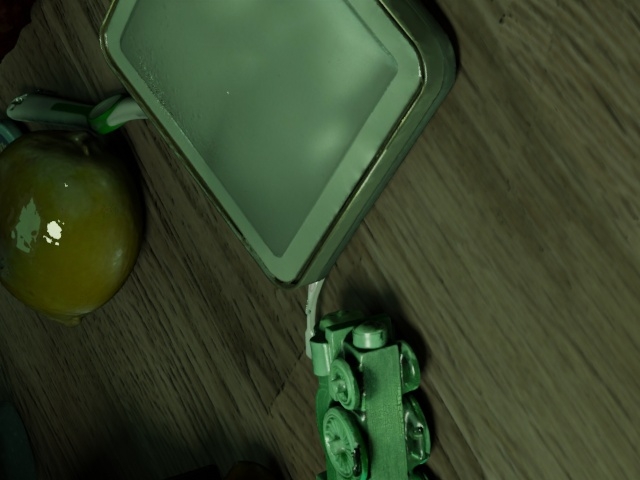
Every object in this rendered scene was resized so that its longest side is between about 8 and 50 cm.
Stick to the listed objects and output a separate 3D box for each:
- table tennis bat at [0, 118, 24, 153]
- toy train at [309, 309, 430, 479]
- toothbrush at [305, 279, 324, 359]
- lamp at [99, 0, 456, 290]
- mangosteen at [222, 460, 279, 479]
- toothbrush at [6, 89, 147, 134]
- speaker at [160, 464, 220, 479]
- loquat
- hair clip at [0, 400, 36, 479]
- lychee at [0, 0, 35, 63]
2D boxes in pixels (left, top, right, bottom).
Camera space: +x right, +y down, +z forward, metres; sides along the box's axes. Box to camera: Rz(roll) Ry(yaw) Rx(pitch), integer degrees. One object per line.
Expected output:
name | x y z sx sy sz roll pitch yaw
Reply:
table tennis bat | -0.291 -0.045 1.747 0.237 0.038 0.149 15 116 59
toy train | 0.033 0.132 1.259 0.104 0.071 0.178 -143 44 -61
toothbrush | 0.000 0.000 1.293 0.017 0.022 0.204 25 126 37
lamp | -0.040 -0.133 1.225 0.266 0.047 0.269 54 140 19
mangosteen | -0.084 0.272 1.431 0.172 0.184 0.172 40 164 13
toothbrush | -0.189 -0.113 1.533 0.418 0.042 0.040 13 146 56
speaker | -0.166 0.369 1.590 0.232 0.184 0.254 -43 65 57
loquat | -0.228 -0.009 1.551 0.152 0.152 0.195 42 130 43
hair clip | -0.431 0.310 1.817 0.392 0.238 0.318 53 -162 -66
lychee | -0.379 -0.264 1.589 0.260 0.260 0.261 33 131 49
